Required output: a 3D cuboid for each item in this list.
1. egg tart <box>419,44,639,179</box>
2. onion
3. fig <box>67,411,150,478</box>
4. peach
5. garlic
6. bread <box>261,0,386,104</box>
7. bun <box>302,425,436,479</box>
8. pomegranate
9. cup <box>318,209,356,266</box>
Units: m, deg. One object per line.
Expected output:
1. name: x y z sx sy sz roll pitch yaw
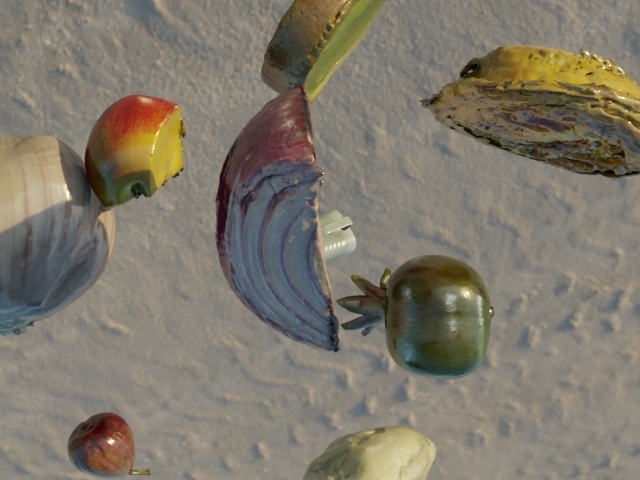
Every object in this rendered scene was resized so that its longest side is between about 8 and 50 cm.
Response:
1. egg tart: 0.265 -0.160 1.019 0.297 0.132 0.297 12 176 1
2. onion: -0.051 -0.025 0.879 0.111 0.247 0.250 -10 121 -3
3. fig: -0.286 0.298 1.219 0.089 0.089 0.125 -26 116 18
4. peach: -0.228 -0.111 1.086 0.151 0.151 0.118 -35 99 29
5. garlic: -0.419 -0.005 1.163 0.317 0.259 0.317 0 -178 0
6. bread: 0.012 -0.284 1.174 0.070 0.236 0.236 37 136 3
7. bun: 0.032 0.249 0.866 0.183 0.102 0.183 -47 157 -27
8. pomegranate: 0.119 0.093 1.097 0.191 0.152 0.131 0 -177 41
9. cup: 0.000 0.000 1.712 0.129 0.095 0.128 -22 167 -44
